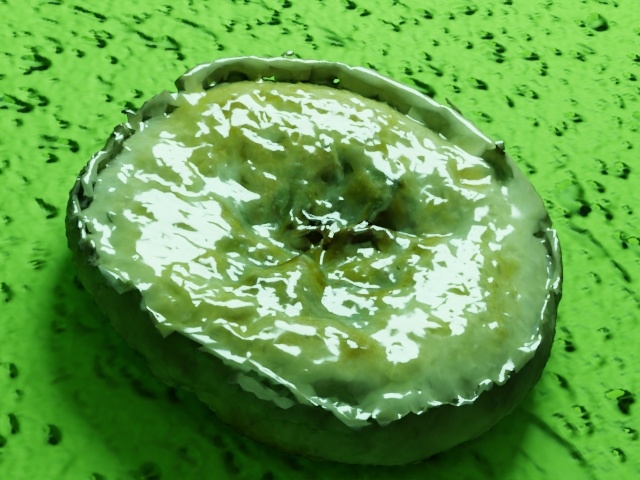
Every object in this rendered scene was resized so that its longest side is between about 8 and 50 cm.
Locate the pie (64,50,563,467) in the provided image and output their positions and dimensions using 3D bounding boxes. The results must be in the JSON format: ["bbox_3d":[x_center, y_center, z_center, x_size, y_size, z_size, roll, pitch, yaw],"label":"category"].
[{"bbox_3d":[0.000,0.000,0.776,0.274,0.055,0.274,7,48,-8],"label":"pie"}]
